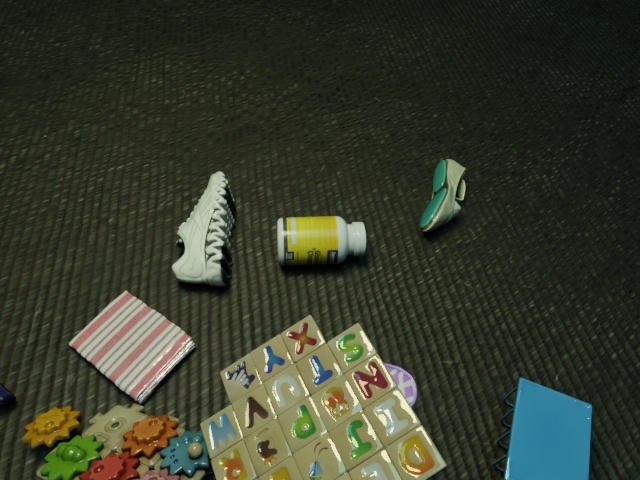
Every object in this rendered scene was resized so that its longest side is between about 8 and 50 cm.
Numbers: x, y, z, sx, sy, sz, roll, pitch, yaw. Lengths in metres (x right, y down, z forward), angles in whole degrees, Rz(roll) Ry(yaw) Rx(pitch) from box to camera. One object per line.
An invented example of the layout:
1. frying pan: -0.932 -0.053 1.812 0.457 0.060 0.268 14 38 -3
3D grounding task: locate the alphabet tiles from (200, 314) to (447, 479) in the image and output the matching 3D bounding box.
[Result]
1. alphabet tiles: -0.013 0.277 0.641 0.285 0.011 0.342 -32 53 -1

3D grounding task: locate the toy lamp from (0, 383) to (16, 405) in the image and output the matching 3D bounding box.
1. toy lamp: -0.617 0.333 0.725 0.080 0.080 0.274 31 56 18

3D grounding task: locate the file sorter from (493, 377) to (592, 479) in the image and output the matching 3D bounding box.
1. file sorter: 0.357 0.342 0.772 0.118 0.104 0.170 20 54 11

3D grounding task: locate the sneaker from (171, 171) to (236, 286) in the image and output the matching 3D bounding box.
1. sneaker: -0.249 -0.034 1.015 0.118 0.110 0.292 -5 53 3

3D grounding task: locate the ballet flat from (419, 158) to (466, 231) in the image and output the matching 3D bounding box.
1. ballet flat: 0.304 -0.101 1.122 0.086 0.086 0.248 18 53 9

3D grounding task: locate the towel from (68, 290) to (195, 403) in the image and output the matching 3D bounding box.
1. towel: -0.352 0.194 0.881 0.197 0.029 0.144 29 57 20

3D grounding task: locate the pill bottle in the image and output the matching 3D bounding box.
1. pill bottle: 0.000 0.000 1.002 0.184 0.103 0.103 -2 53 -5

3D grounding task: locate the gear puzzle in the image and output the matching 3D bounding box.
1. gear puzzle: -0.325 0.310 0.726 0.339 0.044 0.175 8 26 25

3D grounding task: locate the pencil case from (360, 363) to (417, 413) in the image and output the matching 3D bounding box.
1. pencil case: 0.092 0.279 0.739 0.086 0.206 0.088 15 45 9

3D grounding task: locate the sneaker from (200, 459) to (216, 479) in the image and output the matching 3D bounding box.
1. sneaker: -0.150 0.384 0.689 0.087 0.130 0.227 -9 52 -13
